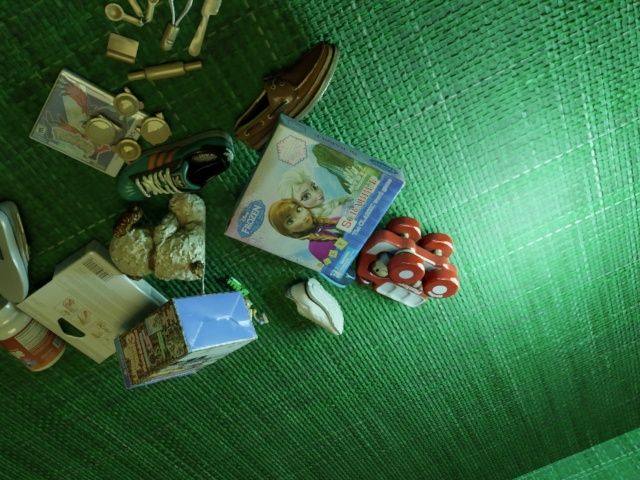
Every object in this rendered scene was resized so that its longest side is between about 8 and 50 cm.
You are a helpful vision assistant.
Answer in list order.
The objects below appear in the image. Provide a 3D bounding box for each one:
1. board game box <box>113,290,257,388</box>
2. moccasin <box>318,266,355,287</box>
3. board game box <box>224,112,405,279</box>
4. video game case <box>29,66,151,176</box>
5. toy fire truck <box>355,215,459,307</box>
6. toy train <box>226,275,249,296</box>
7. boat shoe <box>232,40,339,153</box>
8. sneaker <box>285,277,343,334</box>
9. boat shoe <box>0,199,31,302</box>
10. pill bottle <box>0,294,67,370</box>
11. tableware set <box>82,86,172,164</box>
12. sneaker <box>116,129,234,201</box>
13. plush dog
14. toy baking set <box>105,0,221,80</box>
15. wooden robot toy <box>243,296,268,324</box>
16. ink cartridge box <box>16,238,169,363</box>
[{"bbox_3d":[-0.360,0.262,1.472,0.291,0.141,0.232,-33,161,33],"label":"board game box"},{"bbox_3d":[0.000,0.000,1.471,0.117,0.137,0.342,-39,125,11],"label":"moccasin"},{"bbox_3d":[-0.019,-0.089,1.305,0.318,0.066,0.318,22,121,-15],"label":"board game box"},{"bbox_3d":[-0.516,-0.258,1.244,0.201,0.023,0.183,27,116,-27],"label":"video game case"},{"bbox_3d":[0.233,0.085,1.579,0.302,0.169,0.254,24,136,-25],"label":"toy fire truck"},{"bbox_3d":[-0.237,0.131,1.588,0.024,0.017,0.083,-40,124,5],"label":"toy train"},{"bbox_3d":[-0.081,-0.323,1.234,0.104,0.110,0.307,27,116,-28],"label":"boat shoe"},{"bbox_3d":[-0.010,0.205,1.660,0.095,0.090,0.235,-22,124,20],"label":"sneaker"},{"bbox_3d":[-0.759,0.028,1.361,0.096,0.088,0.267,7,121,12],"label":"boat shoe"},{"bbox_3d":[-0.797,0.243,1.487,0.121,0.121,0.216,-23,126,5],"label":"pill bottle"},{"bbox_3d":[-0.431,-0.249,1.242,0.169,0.020,0.141,-35,127,11],"label":"tableware set"},{"bbox_3d":[-0.344,-0.159,1.290,0.302,0.121,0.108,-24,127,6],"label":"sneaker"},{"bbox_3d":[-0.399,0.028,1.360,0.225,0.210,0.262,1,126,-11],"label":"plush dog"},{"bbox_3d":[-0.325,-0.433,1.152,0.256,0.030,0.196,-8,126,-6],"label":"toy baking set"},{"bbox_3d":[-0.233,0.202,1.626,0.173,0.076,0.079,5,89,-15],"label":"wooden robot toy"},{"bbox_3d":[-0.604,0.172,1.503,0.261,0.066,0.296,-33,125,8],"label":"ink cartridge box"}]
